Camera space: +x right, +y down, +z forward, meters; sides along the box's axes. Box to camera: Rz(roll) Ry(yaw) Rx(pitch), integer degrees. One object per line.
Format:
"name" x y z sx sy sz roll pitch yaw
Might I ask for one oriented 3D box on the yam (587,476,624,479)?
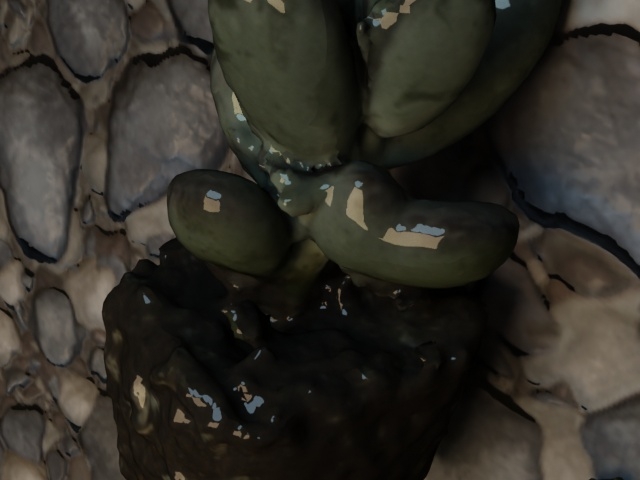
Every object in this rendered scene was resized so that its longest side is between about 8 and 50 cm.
"yam" 0.126 0.212 0.606 0.029 0.027 0.234 -9 85 43

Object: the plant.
"plant" -0.002 0.002 0.591 0.149 0.146 0.275 38 128 31
